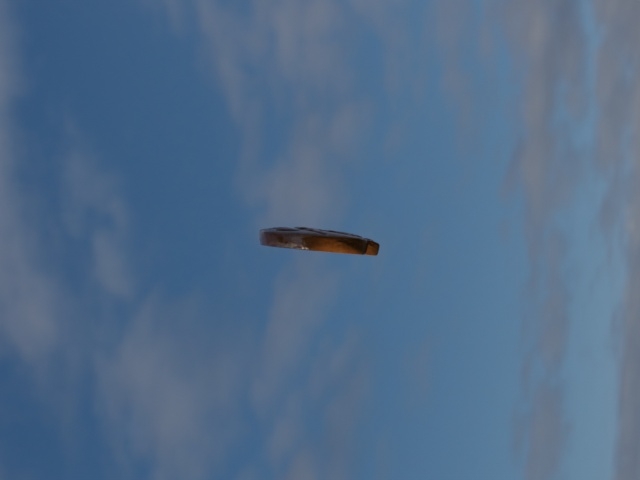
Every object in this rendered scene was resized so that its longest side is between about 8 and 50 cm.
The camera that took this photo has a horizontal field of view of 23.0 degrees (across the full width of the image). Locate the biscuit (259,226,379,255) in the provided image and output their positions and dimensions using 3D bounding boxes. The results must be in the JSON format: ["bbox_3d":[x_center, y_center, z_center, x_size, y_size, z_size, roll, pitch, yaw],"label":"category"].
[{"bbox_3d":[0.000,0.000,1.010,0.091,0.078,0.015,-173,88,-79],"label":"biscuit"}]
